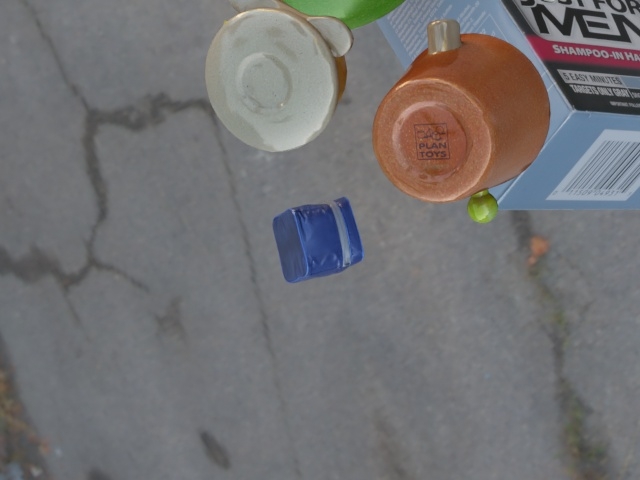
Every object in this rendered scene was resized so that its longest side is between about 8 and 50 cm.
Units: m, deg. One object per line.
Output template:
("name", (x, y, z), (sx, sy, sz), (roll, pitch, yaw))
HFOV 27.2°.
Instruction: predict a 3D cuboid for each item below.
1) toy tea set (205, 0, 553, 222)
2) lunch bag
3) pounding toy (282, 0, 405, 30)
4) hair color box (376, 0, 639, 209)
("toy tea set", (0.078, -0.175, 0.760), (0.200, 0.124, 0.336), (31, 117, 12))
("lunch bag", (0.000, 0.000, 1.215), (0.098, 0.065, 0.067), (160, 98, -73))
("pounding toy", (-0.002, -0.278, 0.956), (0.110, 0.183, 0.236), (62, -148, -74))
("hair color box", (0.146, -0.199, 1.067), (0.113, 0.185, 0.374), (-54, 50, 38))
